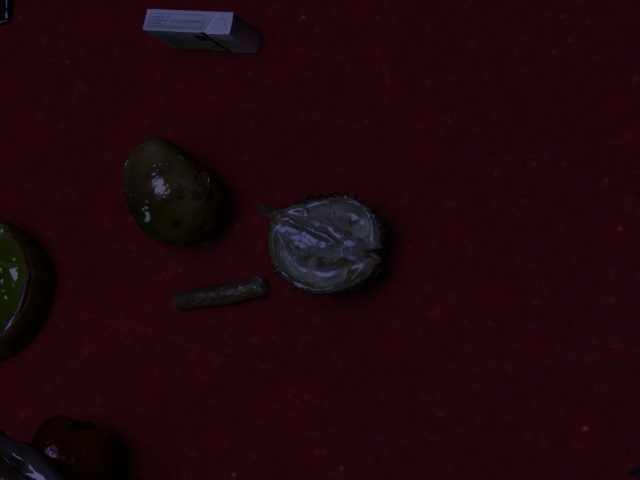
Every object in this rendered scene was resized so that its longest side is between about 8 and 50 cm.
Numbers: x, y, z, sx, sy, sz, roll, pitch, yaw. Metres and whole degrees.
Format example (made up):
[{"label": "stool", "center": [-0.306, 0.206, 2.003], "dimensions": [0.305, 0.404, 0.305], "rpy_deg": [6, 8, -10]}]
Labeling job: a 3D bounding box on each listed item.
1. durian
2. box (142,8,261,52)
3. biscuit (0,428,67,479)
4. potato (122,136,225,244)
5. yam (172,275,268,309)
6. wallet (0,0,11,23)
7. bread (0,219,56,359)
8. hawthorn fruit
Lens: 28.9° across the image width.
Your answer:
[{"label": "durian", "center": [0.000, 0.000, 1.648], "dimensions": [0.189, 0.091, 0.148], "rpy_deg": [27, 88, 8]}, {"label": "box", "center": [-0.174, -0.309, 1.827], "dimensions": [0.154, 0.084, 0.040], "rpy_deg": [9, 80, 29]}, {"label": "biscuit", "center": [-0.408, 0.395, 1.650], "dimensions": [0.332, 0.103, 0.332], "rpy_deg": [19, 127, 28]}, {"label": "potato", "center": [-0.217, -0.069, 1.762], "dimensions": [0.176, 0.137, 0.137], "rpy_deg": [32, 92, 32]}, {"label": "yam", "center": [-0.142, 0.076, 1.738], "dimensions": [0.145, 0.032, 0.032], "rpy_deg": [-10, 72, 25]}, {"label": "wallet", "center": [-0.622, -0.512, 2.134], "dimensions": [0.247, 0.041, 0.322], "rpy_deg": [-4, 78, 27]}, {"label": "bread", "center": [-0.520, 0.075, 1.907], "dimensions": [0.236, 0.070, 0.236], "rpy_deg": [-6, 75, 25]}, {"label": "hawthorn fruit", "center": [-0.349, 0.317, 1.719], "dimensions": [0.133, 0.133, 0.137], "rpy_deg": [21, 90, 30]}]
